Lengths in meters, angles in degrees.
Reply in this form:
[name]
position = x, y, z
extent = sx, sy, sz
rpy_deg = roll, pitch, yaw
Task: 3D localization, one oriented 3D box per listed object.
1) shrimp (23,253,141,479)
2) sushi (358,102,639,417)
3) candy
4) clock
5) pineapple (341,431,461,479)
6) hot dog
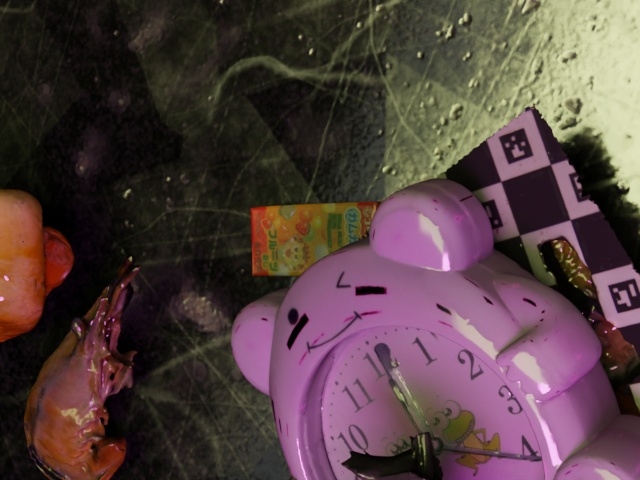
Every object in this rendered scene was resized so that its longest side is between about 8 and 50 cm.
[shrimp]
position = -0.193, 0.125, 1.102
extent = 0.117, 0.066, 0.262
rpy_deg = 40, 122, 5
[sushi]
position = 0.178, 0.060, 0.919
extent = 0.192, 0.043, 0.280
rpy_deg = -38, 81, 35
[candy]
position = 0.000, 0.000, 1.018
extent = 0.121, 0.038, 0.062
rpy_deg = -1, 90, 26
[clock]
position = 0.088, 0.141, 0.905
extent = 0.295, 0.113, 0.322
rpy_deg = -37, 80, 35
[pineapple]
position = 0.070, 0.249, 0.817
extent = 0.119, 0.111, 0.237
rpy_deg = -7, 93, 5
[hot dog]
position = -0.347, 0.022, 1.126
extent = 0.256, 0.153, 0.150
rpy_deg = -5, 84, 24
